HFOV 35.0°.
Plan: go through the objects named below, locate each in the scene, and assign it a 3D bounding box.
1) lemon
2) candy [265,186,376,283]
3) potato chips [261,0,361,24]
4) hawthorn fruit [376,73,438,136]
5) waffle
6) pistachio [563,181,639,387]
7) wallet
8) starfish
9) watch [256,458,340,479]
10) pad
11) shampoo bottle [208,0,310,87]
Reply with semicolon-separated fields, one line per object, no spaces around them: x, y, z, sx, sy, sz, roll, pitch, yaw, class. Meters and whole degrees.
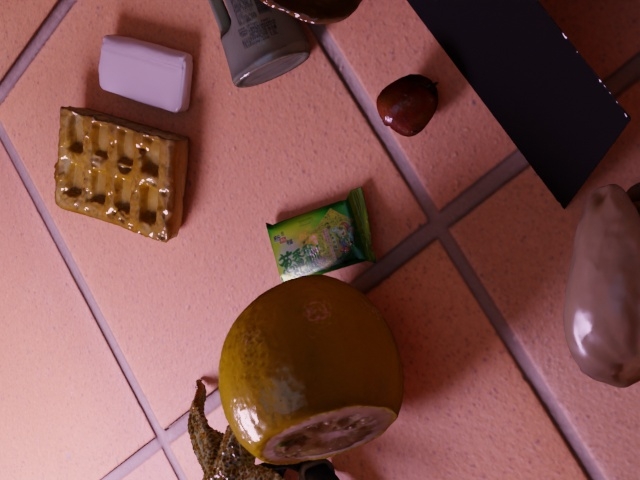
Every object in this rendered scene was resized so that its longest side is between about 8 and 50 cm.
-0.017;0.155;1.300;0.240;0.240;0.219;-37;56;36;lemon
-0.001;0.000;1.377;0.178;0.032;0.102;-18;88;39;candy
-0.028;-0.360;1.287;0.201;0.049;0.150;30;87;3;potato chips
0.107;-0.167;1.239;0.077;0.077;0.077;8;104;36;hawthorn fruit
-0.312;-0.107;1.581;0.274;0.057;0.168;17;109;35;waffle
0.322;0.050;1.081;0.152;0.126;0.223;-146;55;-69;pistachio
-0.267;-0.254;1.533;0.190;0.033;0.095;18;108;33;wallet
-0.108;0.333;1.433;0.358;0.078;0.347;-8;70;47;starfish
-0.025;0.408;1.451;0.193;0.068;0.206;11;103;40;watch
0.188;-0.222;1.101;0.367;0.007;0.247;56;168;15;pad
-0.102;-0.334;1.354;0.118;0.087;0.234;-23;84;31;shampoo bottle
